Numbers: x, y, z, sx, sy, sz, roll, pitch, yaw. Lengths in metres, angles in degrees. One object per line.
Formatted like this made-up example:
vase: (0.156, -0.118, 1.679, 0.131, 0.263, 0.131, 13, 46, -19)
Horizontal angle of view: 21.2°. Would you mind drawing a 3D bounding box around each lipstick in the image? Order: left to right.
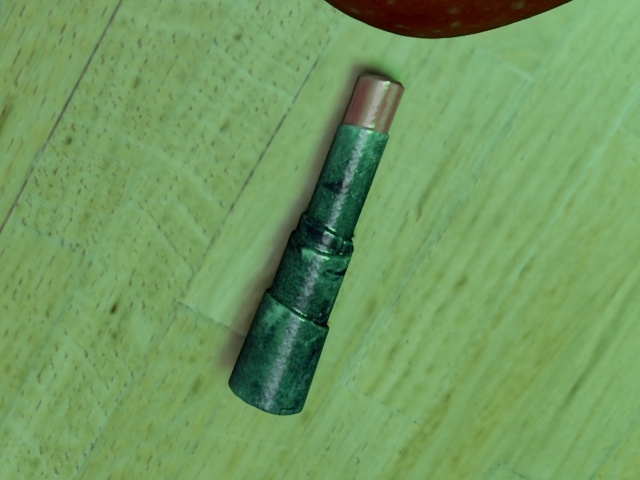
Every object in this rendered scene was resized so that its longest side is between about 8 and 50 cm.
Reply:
lipstick: (0.000, 0.000, 1.099, 0.053, 0.053, 0.234, 17, 111, -6)

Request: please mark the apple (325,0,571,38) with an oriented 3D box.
apple: (0.075, -0.236, 0.906, 0.260, 0.216, 0.260, 0, 114, 0)
